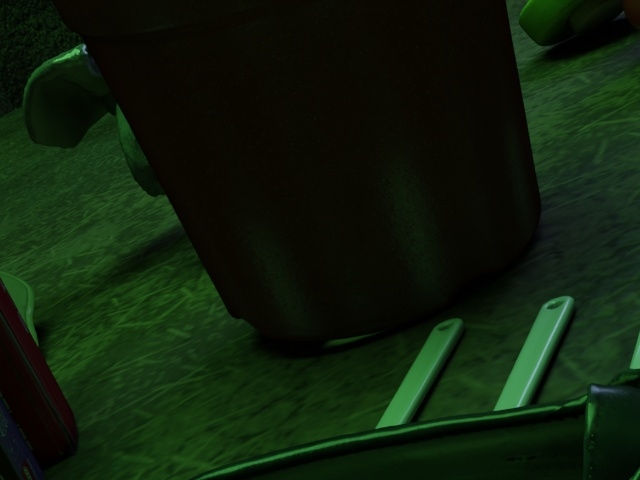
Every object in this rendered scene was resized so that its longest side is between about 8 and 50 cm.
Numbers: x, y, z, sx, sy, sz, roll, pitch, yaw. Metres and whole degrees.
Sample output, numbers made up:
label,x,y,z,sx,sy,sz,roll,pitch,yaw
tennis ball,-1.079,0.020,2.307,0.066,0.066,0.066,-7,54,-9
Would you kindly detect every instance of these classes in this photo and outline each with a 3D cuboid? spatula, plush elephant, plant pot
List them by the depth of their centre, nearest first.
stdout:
label,x,y,z,sx,sy,sz,roll,pitch,yaw
spatula,0.075,0.070,0.560,0.168,0.019,0.242,-18,16,27
plant pot,-0.005,-0.105,0.752,0.272,0.265,0.272,-16,25,8
plush elephant,-0.092,-0.136,1.115,0.272,0.330,0.255,-40,1,-25

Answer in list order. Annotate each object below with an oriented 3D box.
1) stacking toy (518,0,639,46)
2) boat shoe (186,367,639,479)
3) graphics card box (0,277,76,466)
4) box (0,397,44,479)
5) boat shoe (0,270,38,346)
label,x,y,z,sx,sy,sz,roll,pitch,yaw
stacking toy,0.330,-0.232,1.136,0.309,0.130,0.279,-27,-12,-22
boat shoe,0.085,0.081,0.356,0.302,0.091,0.114,-19,16,20
graphics card box,-0.356,0.091,0.751,0.370,0.233,0.094,-26,18,-4
box,-0.319,0.111,0.682,0.293,0.201,0.057,-26,15,-3
boat shoe,-0.253,0.085,0.993,0.206,0.075,0.065,-107,39,-70
